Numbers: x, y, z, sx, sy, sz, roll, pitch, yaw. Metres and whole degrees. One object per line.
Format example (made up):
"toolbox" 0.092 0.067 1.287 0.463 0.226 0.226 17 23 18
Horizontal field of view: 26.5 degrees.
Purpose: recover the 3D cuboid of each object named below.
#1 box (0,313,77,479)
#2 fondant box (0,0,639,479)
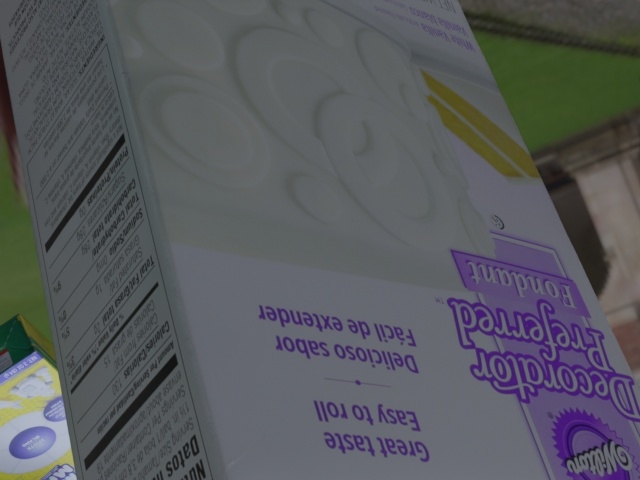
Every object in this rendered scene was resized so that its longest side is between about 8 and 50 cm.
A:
"box" -0.209 0.135 0.984 0.105 0.043 0.179 -34 144 0
"fondant box" 0.000 0.000 0.600 0.238 0.330 0.096 12 136 -36
